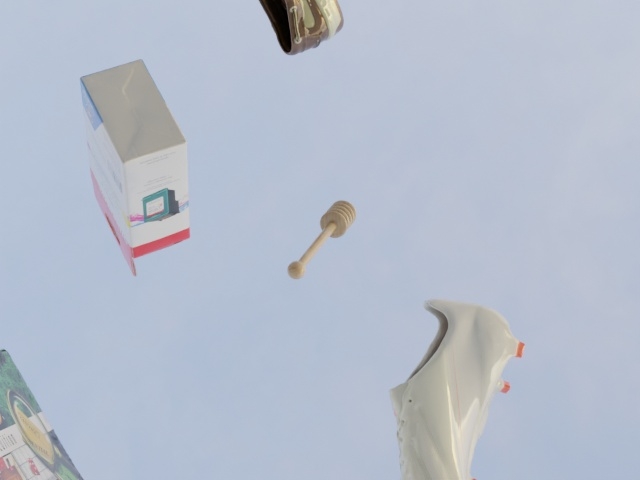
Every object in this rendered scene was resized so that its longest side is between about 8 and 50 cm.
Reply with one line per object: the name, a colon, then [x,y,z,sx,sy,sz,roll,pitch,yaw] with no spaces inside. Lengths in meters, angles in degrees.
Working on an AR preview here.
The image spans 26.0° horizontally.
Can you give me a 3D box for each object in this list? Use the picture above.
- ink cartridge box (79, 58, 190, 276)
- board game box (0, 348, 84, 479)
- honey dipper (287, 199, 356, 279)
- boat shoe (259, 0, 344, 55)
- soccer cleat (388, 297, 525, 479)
ink cartridge box: [-0.210,-0.077,1.589,0.078,0.231,0.134,-20,-120,-17]
board game box: [-0.181,0.129,0.748,0.030,0.259,0.136,-34,-91,2]
honey dipper: [0.000,0.000,1.394,0.030,0.031,0.161,0,-159,19]
boat shoe: [-0.066,-0.341,1.670,0.095,0.257,0.095,-38,-161,-21]
soccer cleat: [0.074,0.134,0.936,0.076,0.068,0.196,20,-101,-8]
